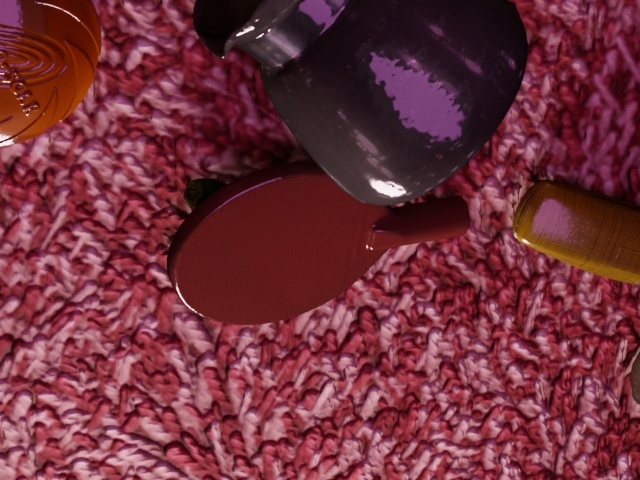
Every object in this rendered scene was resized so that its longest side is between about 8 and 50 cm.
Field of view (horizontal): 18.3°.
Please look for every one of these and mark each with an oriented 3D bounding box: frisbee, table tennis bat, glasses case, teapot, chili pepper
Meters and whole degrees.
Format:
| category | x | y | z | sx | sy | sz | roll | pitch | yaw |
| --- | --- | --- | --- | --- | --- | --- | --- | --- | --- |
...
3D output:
| category | x | y | z | sx | sy | sz | roll | pitch | yaw |
| --- | --- | --- | --- | --- | --- | --- | --- | --- | --- |
| frisbee | -0.285 | -0.164 | 1.750 | 0.192 | 0.035 | 0.192 | -10 | 123 | -15 |
| table tennis bat | 0.000 | 0.000 | 1.930 | 0.310 | 0.038 | 0.200 | -10 | 137 | -21 |
| glasses case | 0.301 | -0.003 | 2.041 | 0.234 | 0.064 | 0.079 | 16 | 111 | -27 |
| teapot | 0.042 | -0.219 | 1.735 | 0.285 | 0.223 | 0.305 | 37 | 105 | -26 |
| chili pepper | -0.095 | -0.035 | 1.903 | 0.030 | 0.034 | 0.091 | -30 | 136 | 33 |

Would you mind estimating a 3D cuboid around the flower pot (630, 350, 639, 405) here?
| category | x | y | z | sx | sy | sz | roll | pitch | yaw |
| --- | --- | --- | --- | --- | --- | --- | --- | --- | --- |
| flower pot | 0.494 | 0.178 | 2.130 | 0.301 | 0.213 | 0.302 | -10 | 122 | -16 |
